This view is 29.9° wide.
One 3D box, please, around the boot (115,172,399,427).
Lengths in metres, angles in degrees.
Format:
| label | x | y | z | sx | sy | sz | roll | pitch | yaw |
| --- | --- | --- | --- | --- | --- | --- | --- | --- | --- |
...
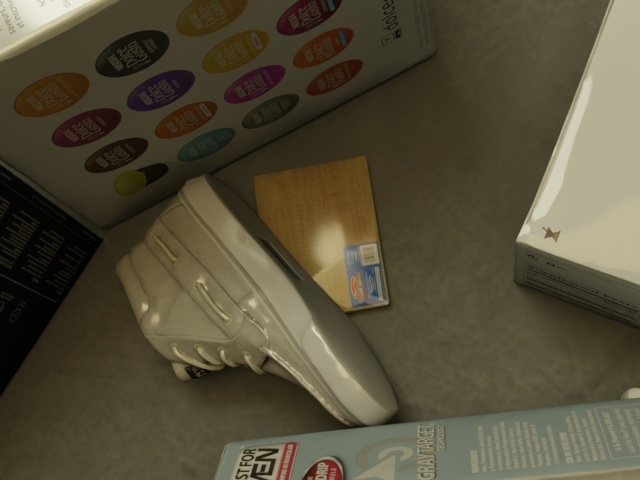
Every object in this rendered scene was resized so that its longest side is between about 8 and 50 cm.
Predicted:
| label | x | y | z | sx | sy | sz | roll | pitch | yaw |
| --- | --- | --- | --- | --- | --- | --- | --- | --- | --- |
| boot | -0.057 | 0.074 | 0.933 | 0.123 | 0.095 | 0.258 | -46 | 62 | 11 |

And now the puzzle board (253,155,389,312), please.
| label | x | y | z | sx | sy | sz | roll | pitch | yaw |
| --- | --- | --- | --- | --- | --- | --- | --- | --- | --- |
| puzzle board | 0.000 | 0.000 | 0.984 | 0.096 | 0.011 | 0.128 | -10 | 76 | 5 |

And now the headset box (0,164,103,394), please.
| label | x | y | z | sx | sy | sz | roll | pitch | yaw |
| --- | --- | --- | --- | --- | --- | --- | --- | --- | --- |
| headset box | -0.325 | 0.059 | 0.898 | 0.131 | 0.246 | 0.283 | 30 | 84 | 14 |

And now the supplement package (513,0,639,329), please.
| label | x | y | z | sx | sy | sz | roll | pitch | yaw |
| --- | --- | --- | --- | --- | --- | --- | --- | --- | --- |
| supplement package | 0.284 | -0.066 | 0.888 | 0.204 | 0.145 | 0.261 | 21 | 81 | 13 |

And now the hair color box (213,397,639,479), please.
| label | x | y | z | sx | sy | sz | roll | pitch | yaw |
| --- | --- | --- | --- | --- | --- | --- | --- | --- | --- |
| hair color box | 0.124 | 0.222 | 0.821 | 0.375 | 0.113 | 0.185 | -7 | 105 | 6 |

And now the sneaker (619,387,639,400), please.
| label | x | y | z | sx | sy | sz | roll | pitch | yaw |
| --- | --- | --- | --- | --- | --- | --- | --- | --- | --- |
| sneaker | 0.294 | 0.146 | 0.887 | 0.152 | 0.053 | 0.061 | 30 | 75 | 8 |

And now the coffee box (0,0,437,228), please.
| label | x | y | z | sx | sy | sz | roll | pitch | yaw |
| --- | --- | --- | --- | --- | --- | --- | --- | --- | --- |
| coffee box | -0.141 | -0.258 | 0.899 | 0.334 | 0.337 | 0.338 | -27 | 74 | 2 |
